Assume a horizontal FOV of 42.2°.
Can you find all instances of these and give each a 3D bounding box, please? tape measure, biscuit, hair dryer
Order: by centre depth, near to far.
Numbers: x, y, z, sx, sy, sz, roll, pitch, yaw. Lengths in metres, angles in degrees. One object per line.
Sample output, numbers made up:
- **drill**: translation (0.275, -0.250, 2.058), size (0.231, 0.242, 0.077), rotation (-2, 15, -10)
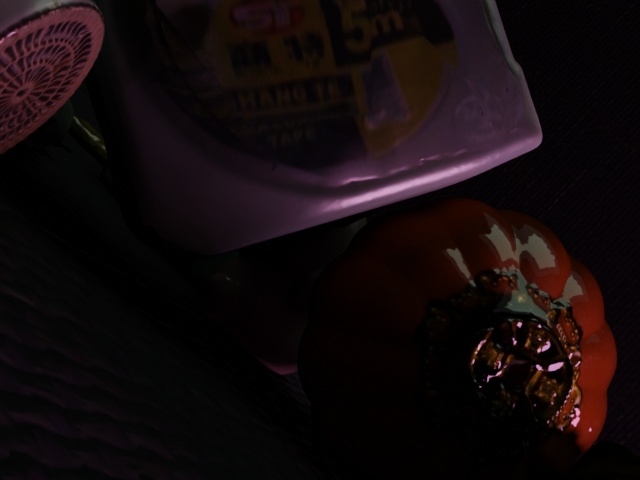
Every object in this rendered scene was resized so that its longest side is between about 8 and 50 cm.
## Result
- **hair dryer**: translation (-0.205, -0.109, 0.500), size (0.173, 0.107, 0.357), rotation (46, -9, 2)
- **tape measure**: translation (-0.015, -0.126, 0.527), size (0.138, 0.259, 0.262), rotation (2, -71, 67)
- **biscuit**: translation (-0.246, -0.107, 0.909), size (0.083, 0.018, 0.081), rotation (45, -1, 0)

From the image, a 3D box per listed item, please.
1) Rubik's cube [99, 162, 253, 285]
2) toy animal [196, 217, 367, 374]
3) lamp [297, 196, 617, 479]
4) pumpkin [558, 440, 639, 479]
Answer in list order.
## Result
- **Rubik's cube**: translation (-0.081, -0.045, 0.793), size (0.160, 0.163, 0.162), rotation (43, 3, 34)
- **toy animal**: translation (0.001, 0.001, 0.666), size (0.124, 0.212, 0.124), rotation (39, 5, -4)
- **lamp**: translation (0.094, 0.080, 0.574), size (0.223, 0.223, 0.196), rotation (44, -11, -9)
- **pumpkin**: translation (0.165, 0.204, 0.397), size (0.190, 0.139, 0.280), rotation (42, 1, 24)
